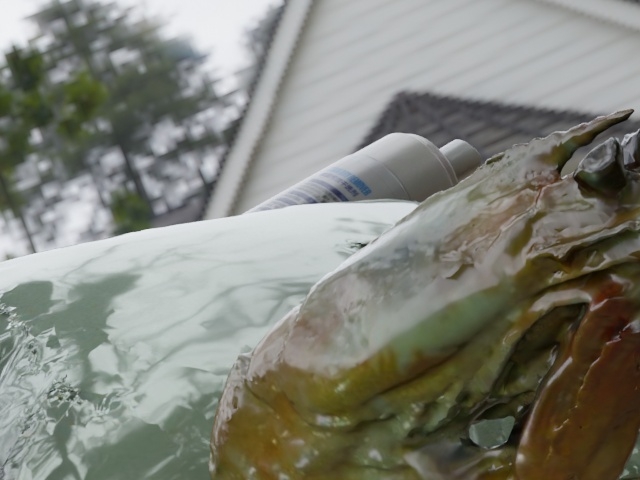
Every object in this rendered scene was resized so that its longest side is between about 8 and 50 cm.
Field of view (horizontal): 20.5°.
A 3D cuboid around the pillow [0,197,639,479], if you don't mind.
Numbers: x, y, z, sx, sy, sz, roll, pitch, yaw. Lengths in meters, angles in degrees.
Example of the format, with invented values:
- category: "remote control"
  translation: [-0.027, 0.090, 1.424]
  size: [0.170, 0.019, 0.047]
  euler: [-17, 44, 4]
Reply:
- category: "pillow"
  translation: [-0.026, 0.065, 0.750]
  size: [0.310, 0.119, 0.312]
  euler: [-12, 24, -18]

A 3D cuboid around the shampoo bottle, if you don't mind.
- category: "shampoo bottle"
  translation: [0.000, 0.000, 1.262]
  size: [0.303, 0.092, 0.092]
  euler: [-31, -2, -32]

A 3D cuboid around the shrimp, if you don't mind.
- category: "shrimp"
  translation: [0.050, 0.043, 0.511]
  size: [0.217, 0.115, 0.051]
  euler: [-43, 0, 33]
